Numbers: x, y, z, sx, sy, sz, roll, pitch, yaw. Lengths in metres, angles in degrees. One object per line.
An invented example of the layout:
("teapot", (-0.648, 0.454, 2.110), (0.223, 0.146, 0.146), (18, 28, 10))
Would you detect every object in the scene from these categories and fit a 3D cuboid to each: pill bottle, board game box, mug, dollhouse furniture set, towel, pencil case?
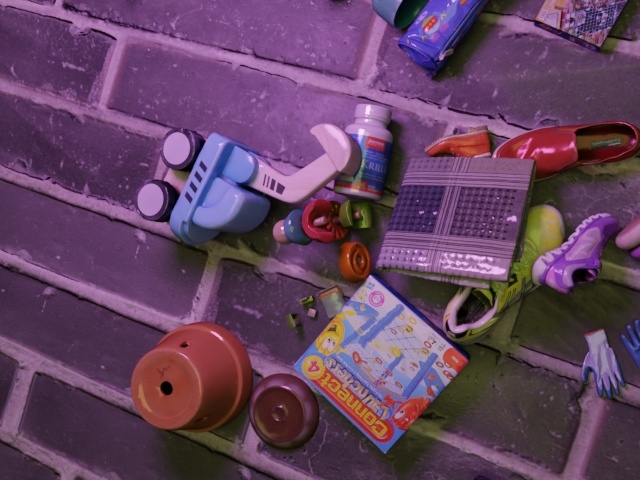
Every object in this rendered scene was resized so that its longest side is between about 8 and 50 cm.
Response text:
("pill bottle", (0.110, -0.215, 1.564), (0.124, 0.124, 0.222), (11, 92, 17))
("board game box", (0.627, -0.578, 1.464), (0.165, 0.042, 0.243), (31, 97, 16))
("mug", (0.195, -0.601, 1.563), (0.097, 0.157, 0.129), (43, 124, 17))
("board game box", (0.146, 0.292, 1.546), (0.308, 0.086, 0.302), (41, 99, 11))
("dollhouse furniture set", (-0.010, 0.173, 1.620), (0.151, 0.058, 0.076), (-25, 81, 15))
("towel", (0.313, -0.050, 1.457), (0.324, 0.056, 0.312), (6, 66, 34))
("pencil case", (0.320, -0.545, 1.514), (0.306, 0.119, 0.133), (-51, 52, 9))

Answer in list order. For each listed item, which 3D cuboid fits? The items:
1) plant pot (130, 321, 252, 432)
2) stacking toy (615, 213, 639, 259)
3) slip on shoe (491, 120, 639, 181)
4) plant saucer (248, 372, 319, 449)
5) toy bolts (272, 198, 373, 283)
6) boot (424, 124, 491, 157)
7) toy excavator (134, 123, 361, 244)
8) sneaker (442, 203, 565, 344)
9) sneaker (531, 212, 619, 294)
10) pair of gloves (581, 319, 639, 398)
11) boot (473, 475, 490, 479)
("plant pot", (-0.348, 0.365, 1.641), (0.290, 0.203, 0.291), (0, 89, 17))
("stacking toy", (0.795, 0.073, 1.346), (0.141, 0.141, 0.330), (-45, 80, 11))
("slip on shoe", (0.553, -0.208, 1.442), (0.331, 0.101, 0.123), (-8, 87, 18))
("plant saucer", (-0.102, 0.446, 1.650), (0.198, 0.036, 0.199), (-1, 88, 16))
("toy bolts", (0.000, 0.000, 1.532), (0.158, 0.228, 0.218), (-14, 74, 40))
("boot", (0.332, -0.216, 1.534), (0.157, 0.059, 0.085), (-13, 89, 15))
("toy excavator", (-0.168, -0.141, 1.574), (0.445, 0.222, 0.433), (31, 98, 21))
("sneaker", (0.422, 0.087, 1.446), (0.145, 0.147, 0.385), (36, 98, 16))
("sneaker", (0.577, 0.037, 1.390), (0.236, 0.095, 0.104), (-37, 44, -12))
("pair of gloves", (0.680, 0.266, 1.426), (0.198, 0.023, 0.159), (-16, 83, 15))
("boot", (0.396, 0.737, 1.434), (0.260, 0.131, 0.348), (23, 84, 10))
